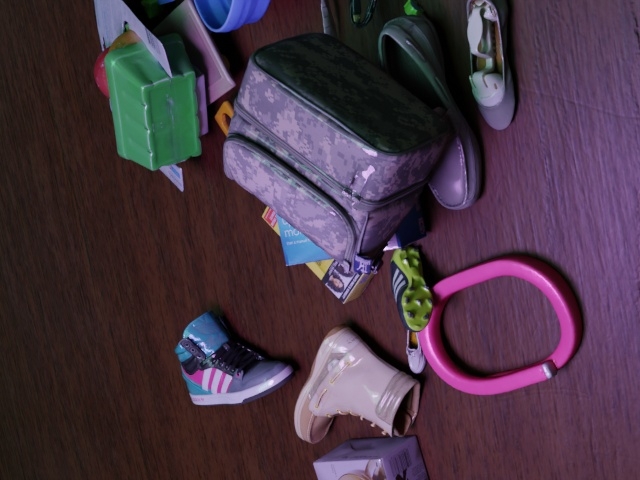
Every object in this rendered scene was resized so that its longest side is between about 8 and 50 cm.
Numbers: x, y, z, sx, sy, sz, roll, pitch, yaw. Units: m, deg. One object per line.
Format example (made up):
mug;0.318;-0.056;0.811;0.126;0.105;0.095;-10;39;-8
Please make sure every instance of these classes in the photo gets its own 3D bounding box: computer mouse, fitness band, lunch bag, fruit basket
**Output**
computer mouse;0.046;-0.455;1.621;0.071;0.041;0.242;1;106;37
fitness band;0.282;0.139;1.672;0.290;0.054;0.209;-25;87;42
lunch bag;0.010;-0.123;1.548;0.305;0.212;0.256;37;130;17
fruit basket;-0.345;-0.311;1.987;0.353;0.165;0.327;-128;28;-44

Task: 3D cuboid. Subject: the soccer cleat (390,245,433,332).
soccer cleat;0.148;0.088;1.727;0.072;0.060;0.179;113;160;-46

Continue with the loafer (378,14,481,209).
loafer;0.164;-0.191;1.614;0.112;0.111;0.320;-14;103;38

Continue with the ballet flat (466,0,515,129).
ballet flat;0.248;-0.269;1.558;0.072;0.068;0.213;6;108;40

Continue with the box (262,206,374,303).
box;0.000;0.000;1.866;0.232;0.058;0.087;47;129;19

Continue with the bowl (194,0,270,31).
bowl;-0.157;-0.543;1.702;0.391;0.077;0.391;171;90;-71

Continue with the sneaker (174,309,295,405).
sneaker;-0.187;0.225;2.066;0.295;0.124;0.178;-15;103;44

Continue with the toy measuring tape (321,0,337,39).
toy measuring tape;-0.041;-0.435;1.730;0.121;0.121;0.330;12;120;38

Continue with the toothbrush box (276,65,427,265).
toothbrush box;0.032;-0.124;1.714;0.216;0.126;0.296;-8;94;27

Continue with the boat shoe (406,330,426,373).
boat shoe;0.163;0.188;1.802;0.035;0.035;0.100;18;115;36

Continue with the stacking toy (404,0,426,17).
stacking toy;0.136;-0.463;1.604;0.221;0.052;0.167;54;131;13

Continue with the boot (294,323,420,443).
boot;0.067;0.308;1.888;0.203;0.095;0.262;34;119;27

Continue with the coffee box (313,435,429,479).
coffee box;0.121;0.519;1.889;0.168;0.119;0.297;-13;95;41

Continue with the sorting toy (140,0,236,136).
sorting toy;-0.229;-0.346;1.941;0.196;0.047;0.348;-20;98;59
